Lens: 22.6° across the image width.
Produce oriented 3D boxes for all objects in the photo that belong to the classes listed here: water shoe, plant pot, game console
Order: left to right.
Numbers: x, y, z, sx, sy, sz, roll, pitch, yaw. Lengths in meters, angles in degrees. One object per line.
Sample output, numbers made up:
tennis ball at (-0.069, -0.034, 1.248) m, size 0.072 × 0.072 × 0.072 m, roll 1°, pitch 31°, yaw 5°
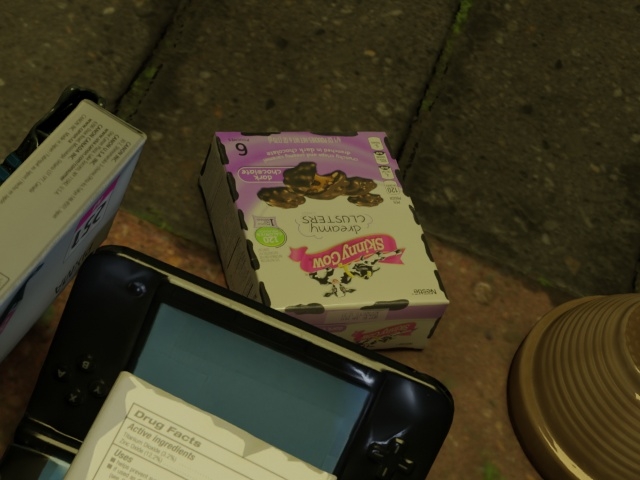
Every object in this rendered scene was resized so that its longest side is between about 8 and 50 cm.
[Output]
water shoe at (-0.240, -0.053, 1.322) m, size 0.073 × 0.080 × 0.203 m, roll 24°, pitch 47°, yaw 0°
game console at (-0.084, 0.183, 1.126) m, size 0.293 × 0.250 × 0.173 m, roll 23°, pitch 20°, yaw -1°
plant pot at (0.286, 0.125, 1.352) m, size 0.237 × 0.109 × 0.237 m, roll 10°, pitch 49°, yaw -11°

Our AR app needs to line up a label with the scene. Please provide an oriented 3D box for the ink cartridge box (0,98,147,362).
ink cartridge box at (-0.239, 0.063, 1.116) m, size 0.060 × 0.239 × 0.275 m, roll 32°, pitch 47°, yaw 3°

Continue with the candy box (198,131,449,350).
candy box at (0.000, 0.000, 1.374) m, size 0.165 × 0.070 × 0.196 m, roll -2°, pitch 51°, yaw -22°

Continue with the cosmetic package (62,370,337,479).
cosmetic package at (-0.129, 0.260, 1.008) m, size 0.160 × 0.113 × 0.309 m, roll 27°, pitch 67°, yaw 2°
